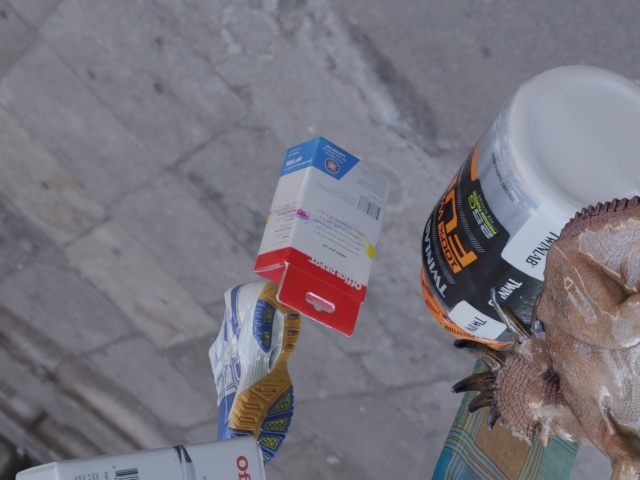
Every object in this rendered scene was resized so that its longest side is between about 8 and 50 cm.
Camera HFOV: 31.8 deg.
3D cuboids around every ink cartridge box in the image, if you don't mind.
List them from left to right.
[{"bbox_3d":[-0.149,0.262,0.993,0.087,0.208,0.153,-23,71,48],"label":"ink cartridge box"},{"bbox_3d":[0.000,0.000,1.461,0.134,0.231,0.078,29,155,-31],"label":"ink cartridge box"}]

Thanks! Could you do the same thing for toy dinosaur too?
[{"bbox_3d":[0.174,0.056,0.692,0.200,0.127,0.295,47,141,45],"label":"toy dinosaur"}]

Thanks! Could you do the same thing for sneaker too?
[{"bbox_3d":[-0.113,0.209,1.715,0.112,0.296,0.131,20,169,-42],"label":"sneaker"}]

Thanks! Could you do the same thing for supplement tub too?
[{"bbox_3d":[0.234,-0.018,1.216,0.207,0.207,0.338,36,150,6],"label":"supplement tub"}]

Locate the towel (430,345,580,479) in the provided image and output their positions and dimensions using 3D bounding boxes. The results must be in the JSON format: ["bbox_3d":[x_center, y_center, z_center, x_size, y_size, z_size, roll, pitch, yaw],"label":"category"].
[{"bbox_3d":[0.280,0.335,1.659,0.040,0.370,0.271,-9,135,46],"label":"towel"}]
